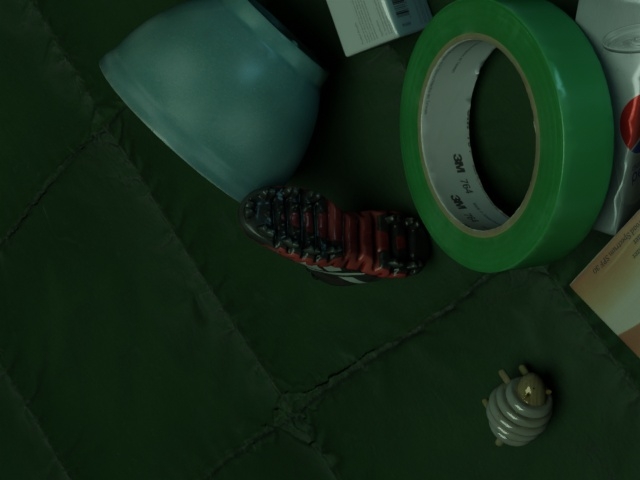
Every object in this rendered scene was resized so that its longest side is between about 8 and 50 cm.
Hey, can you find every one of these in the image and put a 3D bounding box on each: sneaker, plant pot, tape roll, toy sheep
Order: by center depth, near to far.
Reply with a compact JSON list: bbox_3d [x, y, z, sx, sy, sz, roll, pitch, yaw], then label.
[{"bbox_3d":[0.210,-0.125,1.746,0.321,0.077,0.321,20,114,57],"label":"tape roll"},{"bbox_3d":[0.252,0.217,1.901,0.091,0.091,0.132,38,137,20],"label":"toy sheep"},{"bbox_3d":[0.000,0.001,1.919,0.135,0.276,0.098,-22,61,52],"label":"sneaker"},{"bbox_3d":[-0.113,-0.206,1.929,0.293,0.293,0.196,45,98,16],"label":"plant pot"}]

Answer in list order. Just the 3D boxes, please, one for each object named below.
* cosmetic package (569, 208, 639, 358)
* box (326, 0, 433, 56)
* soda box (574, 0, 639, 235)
[{"bbox_3d":[0.450,0.096,1.690,0.296,0.129,0.153,46,124,15],"label":"cosmetic package"},{"bbox_3d":[0.072,-0.294,1.855,0.087,0.102,0.101,-17,95,36],"label":"box"},{"bbox_3d":[0.338,-0.158,1.714,0.098,0.091,0.286,19,115,29],"label":"soda box"}]
